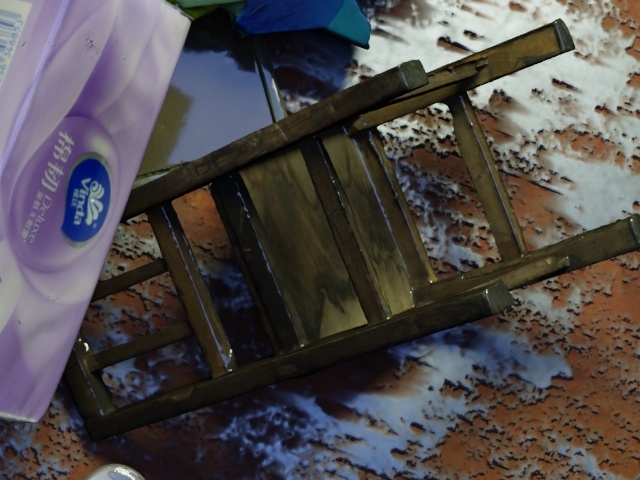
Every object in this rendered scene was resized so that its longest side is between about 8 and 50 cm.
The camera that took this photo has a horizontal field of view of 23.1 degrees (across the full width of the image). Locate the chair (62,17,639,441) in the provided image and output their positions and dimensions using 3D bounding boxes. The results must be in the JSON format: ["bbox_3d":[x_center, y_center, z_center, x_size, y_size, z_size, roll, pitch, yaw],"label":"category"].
[{"bbox_3d":[0.000,0.000,1.225,0.241,0.416,0.203,-25,93,-51],"label":"chair"}]

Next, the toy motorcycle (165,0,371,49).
[{"bbox_3d":[0.012,-0.273,1.255,0.200,0.191,0.326,41,100,-7],"label":"toy motorcycle"}]

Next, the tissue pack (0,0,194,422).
[{"bbox_3d":[-0.269,-0.051,1.170,0.242,0.160,0.338,18,87,35],"label":"tissue pack"}]

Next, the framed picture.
[{"bbox_3d":[-0.180,-0.136,1.304,0.281,0.019,0.209,-14,84,-6],"label":"framed picture"}]

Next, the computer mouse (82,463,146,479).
[{"bbox_3d":[-0.176,0.225,1.249,0.066,0.039,0.096,35,74,0],"label":"computer mouse"}]
